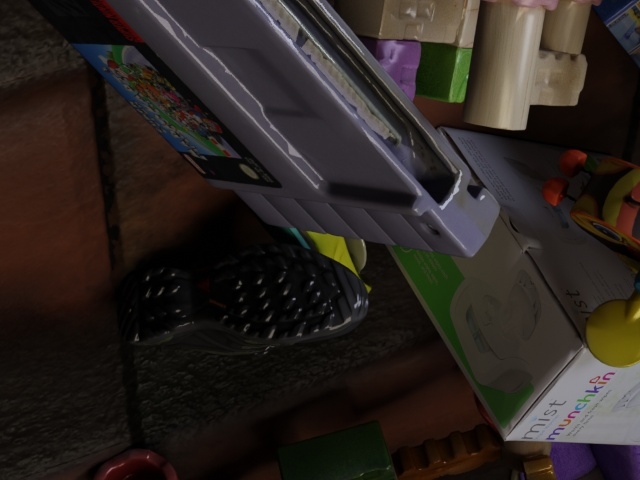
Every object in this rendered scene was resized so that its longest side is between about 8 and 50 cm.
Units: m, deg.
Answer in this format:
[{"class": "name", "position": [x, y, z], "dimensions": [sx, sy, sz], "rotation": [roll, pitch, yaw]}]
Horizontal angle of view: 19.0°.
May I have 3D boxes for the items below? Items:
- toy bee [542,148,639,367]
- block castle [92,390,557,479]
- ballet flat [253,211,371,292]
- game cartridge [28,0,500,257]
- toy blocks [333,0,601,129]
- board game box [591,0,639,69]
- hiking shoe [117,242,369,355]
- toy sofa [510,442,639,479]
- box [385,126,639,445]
[{"class": "toy bee", "position": [0.262, -0.017, 1.469], "dimensions": [0.195, 0.162, 0.298], "rotation": [-43, 140, -23]}, {"class": "block castle", "position": [0.035, 0.298, 1.755], "dimensions": [0.453, 0.303, 0.213], "rotation": [-15, 150, 0]}, {"class": "ballet flat", "position": [0.000, 0.000, 1.633], "dimensions": [0.077, 0.077, 0.231], "rotation": [-45, 150, -15]}, {"class": "game cartridge", "position": [-0.063, -0.117, 1.242], "dimensions": [0.355, 0.230, 0.068], "rotation": [46, 63, -35]}, {"class": "toy blocks", "position": [0.107, -0.228, 1.338], "dimensions": [0.289, 0.309, 0.260], "rotation": [-4, 105, -49]}, {"class": "board game box", "position": [0.326, -0.193, 1.644], "dimensions": [0.136, 0.035, 0.201], "rotation": [-37, 144, 11]}, {"class": "hiking shoe", "position": [-0.052, 0.051, 1.594], "dimensions": [0.227, 0.086, 0.114], "rotation": [-2, 171, 28]}, {"class": "toy sofa", "position": [0.290, 0.208, 2.012], "dimensions": [0.177, 0.150, 0.362], "rotation": [-28, 145, -4]}, {"class": "box", "position": [0.211, 0.040, 1.654], "dimensions": [0.231, 0.262, 0.126], "rotation": [5, 132, -40]}]
